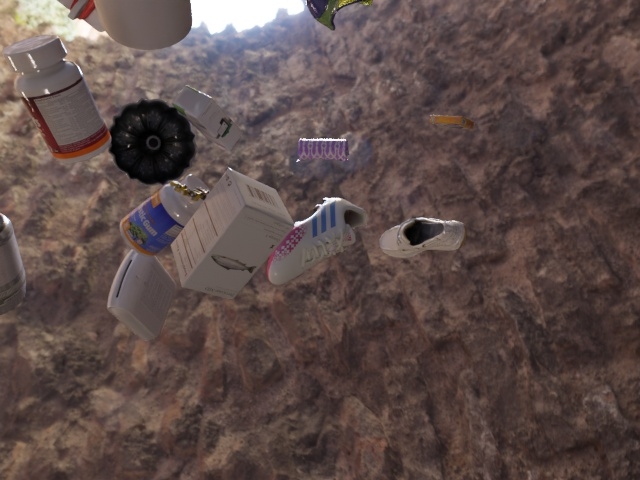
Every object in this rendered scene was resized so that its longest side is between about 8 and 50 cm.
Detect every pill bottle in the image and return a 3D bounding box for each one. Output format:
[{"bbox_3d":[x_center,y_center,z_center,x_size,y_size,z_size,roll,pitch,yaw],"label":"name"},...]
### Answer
[{"bbox_3d":[-0.468,-0.081,1.583,0.272,0.152,0.152,-35,-139,17],"label":"pill bottle"},{"bbox_3d":[-0.505,-0.271,0.997,0.121,0.221,0.121,-7,-141,6],"label":"pill bottle"}]

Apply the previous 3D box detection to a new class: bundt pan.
[{"bbox_3d":[-0.654,-0.376,2.000,0.331,0.331,0.124,-43,-158,-14],"label":"bundt pan"}]

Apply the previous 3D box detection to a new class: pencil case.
[{"bbox_3d":[0.012,-0.348,1.996,0.206,0.088,0.086,4,-151,8],"label":"pencil case"}]

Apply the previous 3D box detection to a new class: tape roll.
[{"bbox_3d":[-0.461,-0.645,1.339,0.246,0.169,0.246,4,-118,-7],"label":"tape roll"}]

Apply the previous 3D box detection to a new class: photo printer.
[{"bbox_3d":[-0.648,0.191,1.871,0.107,0.307,0.256,6,-120,10],"label":"photo printer"}]

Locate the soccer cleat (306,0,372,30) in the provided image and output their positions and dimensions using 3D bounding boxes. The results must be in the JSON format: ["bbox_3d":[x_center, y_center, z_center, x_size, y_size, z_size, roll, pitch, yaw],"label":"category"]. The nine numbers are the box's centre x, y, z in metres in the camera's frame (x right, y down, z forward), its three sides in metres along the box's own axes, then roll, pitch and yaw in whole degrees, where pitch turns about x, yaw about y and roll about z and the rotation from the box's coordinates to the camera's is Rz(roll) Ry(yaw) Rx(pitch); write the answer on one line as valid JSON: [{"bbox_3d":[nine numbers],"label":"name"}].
[{"bbox_3d":[0.098,-0.586,1.130,0.289,0.121,0.093,-39,-172,13],"label":"soccer cleat"}]

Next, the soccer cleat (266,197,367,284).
[{"bbox_3d":[0.000,0.000,1.310,0.143,0.116,0.331,20,-131,28],"label":"soccer cleat"}]

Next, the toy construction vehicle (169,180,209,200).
[{"bbox_3d":[-0.341,-0.124,1.347,0.098,0.086,0.035,23,-79,19],"label":"toy construction vehicle"}]

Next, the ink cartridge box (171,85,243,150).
[{"bbox_3d":[-0.408,-0.442,1.879,0.160,0.219,0.092,32,-97,31],"label":"ink cartridge box"}]

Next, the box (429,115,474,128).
[{"bbox_3d":[0.434,-0.397,1.732,0.136,0.081,0.028,14,-84,45],"label":"box"}]

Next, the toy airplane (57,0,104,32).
[{"bbox_3d":[-0.721,-0.889,1.704,0.386,0.384,0.272,-12,-163,-18],"label":"toy airplane"}]

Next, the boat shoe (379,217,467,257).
[{"bbox_3d":[0.242,-0.017,1.343,0.277,0.096,0.098,-13,-115,51],"label":"boat shoe"}]

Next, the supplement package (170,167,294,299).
[{"bbox_3d":[-0.147,-0.007,0.847,0.179,0.105,0.105,-49,-134,21],"label":"supplement package"}]

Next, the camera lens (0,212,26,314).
[{"bbox_3d":[-0.987,0.063,1.482,0.219,0.274,0.219,4,-147,-3],"label":"camera lens"}]
